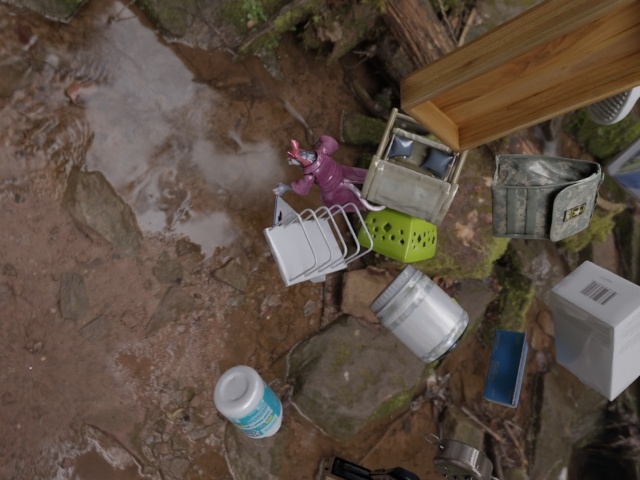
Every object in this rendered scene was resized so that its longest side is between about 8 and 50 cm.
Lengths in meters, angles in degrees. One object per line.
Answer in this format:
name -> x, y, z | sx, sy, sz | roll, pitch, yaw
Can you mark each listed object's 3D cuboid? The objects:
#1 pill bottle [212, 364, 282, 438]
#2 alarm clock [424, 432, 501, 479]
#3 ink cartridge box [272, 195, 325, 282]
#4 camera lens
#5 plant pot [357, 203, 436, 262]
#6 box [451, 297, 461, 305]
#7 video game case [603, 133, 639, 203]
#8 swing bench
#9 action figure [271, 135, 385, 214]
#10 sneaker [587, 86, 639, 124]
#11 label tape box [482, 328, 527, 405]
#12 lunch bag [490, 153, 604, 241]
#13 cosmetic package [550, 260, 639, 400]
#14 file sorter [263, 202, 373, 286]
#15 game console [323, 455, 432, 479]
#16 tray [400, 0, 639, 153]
pill bottle -> -0.204, 0.498, 1.328 | 0.146, 0.146, 0.264 | -59, 144, -31
alarm clock -> 0.312, 0.510, 1.021 | 0.192, 0.129, 0.064 | 43, 53, -4
ink cartridge box -> -0.086, 0.003, 1.599 | 0.371, 0.069, 0.176 | 46, 39, -51
camera lens -> 0.323, 0.240, 1.440 | 0.274, 0.219, 0.219 | 43, 55, 8
plant pot -> 0.298, -0.060, 1.628 | 0.227, 0.228, 0.208 | -8, 113, -48
box -> 0.457, 0.272, 1.713 | 0.178, 0.109, 0.043 | 4, 43, -41
video game case -> 0.445, -0.068, 0.295 | 0.036, 0.329, 0.300 | -18, 61, -43
swing bench -> 0.282, -0.214, 1.318 | 0.253, 0.165, 0.255 | 20, 70, 6
action figure -> 0.025, -0.196, 1.430 | 0.370, 0.275, 0.248 | 27, 92, -46
sneaker -> 0.709, -0.438, 0.958 | 0.149, 0.135, 0.367 | -5, 118, -15
label tape box -> 0.642, 0.442, 1.531 | 0.333, 0.105, 0.241 | 41, 62, -57
lunch bag -> 0.670, -0.124, 1.324 | 0.235, 0.286, 0.169 | 65, 38, -46
cosmetic package -> 0.795, 0.263, 1.263 | 0.155, 0.197, 0.366 | -35, 129, -9
file sorter -> 0.000, 0.000, 1.406 | 0.277, 0.173, 0.193 | -13, 75, -44
game console -> 0.130, 0.494, 0.896 | 0.213, 0.361, 0.044 | 20, 60, 2
tray -> 0.358, -0.281, 0.718 | 0.202, 0.410, 0.076 | 21, 62, -42
